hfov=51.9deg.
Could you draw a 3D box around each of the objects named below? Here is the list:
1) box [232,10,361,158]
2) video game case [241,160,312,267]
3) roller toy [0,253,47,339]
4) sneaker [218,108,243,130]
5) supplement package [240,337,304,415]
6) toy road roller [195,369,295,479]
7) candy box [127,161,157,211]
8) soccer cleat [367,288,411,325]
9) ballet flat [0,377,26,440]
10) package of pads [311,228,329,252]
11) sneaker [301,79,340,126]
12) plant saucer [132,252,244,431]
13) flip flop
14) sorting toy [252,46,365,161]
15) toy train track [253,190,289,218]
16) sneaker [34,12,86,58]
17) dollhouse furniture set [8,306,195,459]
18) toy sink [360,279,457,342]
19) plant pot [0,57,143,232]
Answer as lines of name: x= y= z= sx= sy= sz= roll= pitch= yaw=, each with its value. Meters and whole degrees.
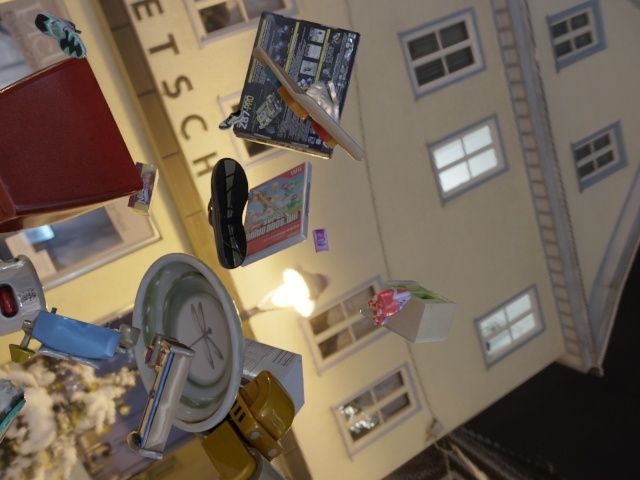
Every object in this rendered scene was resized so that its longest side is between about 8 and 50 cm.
box: x=-0.072 y=-0.479 z=2.032 sx=0.097 sy=0.318 sz=0.395 roll=108 pitch=-6 yaw=-84
video game case: x=-0.117 y=-0.073 z=1.728 sx=0.025 sy=0.204 sz=0.285 roll=48 pitch=31 yaw=-36
roller toy: x=-0.786 y=0.139 z=1.686 sx=0.209 sy=0.146 sz=0.191 roll=54 pitch=-36 yaw=27
sneaker: x=-0.252 y=-0.340 z=1.838 sx=0.032 sy=0.083 sz=0.037 roll=42 pitch=-25 yaw=21
supplement package: x=-0.171 y=0.419 z=1.902 sx=0.203 sy=0.149 sz=0.194 roll=12 pitch=-57 yaw=24
toy road roller: x=-0.159 y=0.474 z=1.618 sx=0.329 sy=0.240 sz=0.202 roll=43 pitch=-12 yaw=48
candy box: x=-0.426 y=-0.120 z=1.588 sx=0.187 sy=0.053 sz=0.109 roll=171 pitch=-70 yaw=-78
soccer cleat: x=0.185 y=0.176 z=1.777 sx=0.248 sy=0.095 sz=0.083 roll=90 pitch=-15 yaw=-76
ballet flat: x=-0.591 y=0.365 z=1.045 sx=0.147 sy=0.147 sz=0.409 roll=44 pitch=-67 yaw=39
package of pads: x=0.000 y=0.000 z=2.345 sx=0.032 sy=0.050 sz=0.083 roll=-175 pitch=-104 yaw=-79
sneaker: x=0.001 y=-0.348 z=1.768 sx=0.235 sy=0.095 sz=0.090 roll=-103 pitch=-168 yaw=-51
plant saucer: x=-0.282 y=0.224 z=1.493 sx=0.400 sy=0.100 sz=0.400 roll=3 pitch=-86 yaw=43
flip flop: x=-0.237 y=-0.066 z=1.624 sx=0.080 sy=0.112 sz=0.277 roll=0 pitch=-86 yaw=42
sorting toy: x=-0.026 y=-0.232 z=1.142 sx=0.193 sy=0.038 sz=0.208 roll=38 pitch=10 yaw=-46
toy train track: x=-0.095 y=-0.073 z=1.295 sx=0.083 sy=0.048 sz=0.014 roll=36 pitch=-54 yaw=6
sneaker: x=-0.406 y=-0.334 z=1.070 sx=0.098 sy=0.038 sz=0.069 roll=43 pitch=21 yaw=0
dollhouse furniture set: x=-0.427 y=0.251 z=1.235 sx=0.286 sy=0.303 sz=0.198 roll=-7 pitch=-116 yaw=69
toy sink: x=0.260 y=0.197 z=1.964 sx=0.234 sy=0.153 sz=0.131 roll=25 pitch=-75 yaw=45
plant pot: x=-0.533 y=-0.146 z=1.183 sx=0.267 sy=0.236 sz=0.267 roll=-14 pitch=-76 yaw=35
